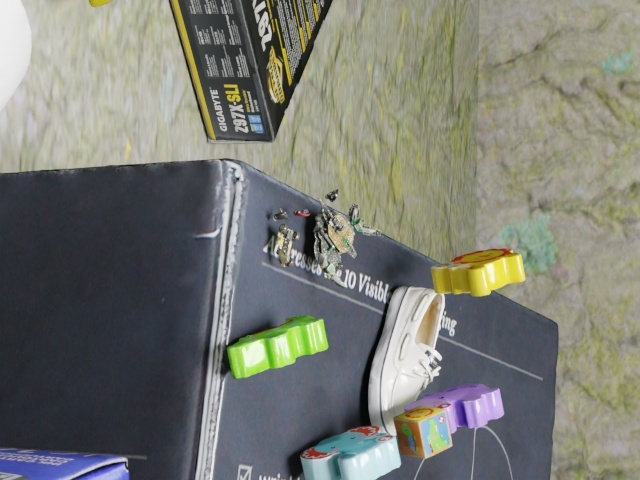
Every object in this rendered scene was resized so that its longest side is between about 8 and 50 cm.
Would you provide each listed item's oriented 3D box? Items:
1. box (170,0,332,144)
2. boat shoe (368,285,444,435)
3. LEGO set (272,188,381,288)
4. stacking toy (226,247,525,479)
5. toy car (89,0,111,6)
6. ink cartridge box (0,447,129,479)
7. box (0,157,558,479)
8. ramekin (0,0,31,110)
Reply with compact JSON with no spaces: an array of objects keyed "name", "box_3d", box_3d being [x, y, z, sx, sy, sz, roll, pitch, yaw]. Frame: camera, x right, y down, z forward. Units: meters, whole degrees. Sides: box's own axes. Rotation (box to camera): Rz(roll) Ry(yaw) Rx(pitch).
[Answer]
[{"name":"box","box_3d":[-0.073,-0.296,1.483,0.257,0.079,0.322,-68,154,-44]},{"name":"boat shoe","box_3d":[0.056,0.073,0.936,0.035,0.035,0.100,51,46,-46]},{"name":"LEGO set","box_3d":[-0.001,-0.003,0.865,0.083,0.023,0.054,21,67,-43]},{"name":"stacking toy","box_3d":[0.044,0.109,0.875,0.221,0.052,0.167,-17,101,-38]},{"name":"toy car","box_3d":[-0.165,-0.302,1.073,0.239,0.053,0.225,42,52,-70]},{"name":"ink cartridge box","box_3d":[-0.234,0.227,0.677,0.151,0.270,0.396,0,93,-75]},{"name":"box","box_3d":[-0.067,0.237,1.033,0.480,0.297,0.472,26,68,-56]},{"name":"ramekin","box_3d":[-0.261,-0.066,0.573,0.277,0.277,0.135,59,45,-61]}]
